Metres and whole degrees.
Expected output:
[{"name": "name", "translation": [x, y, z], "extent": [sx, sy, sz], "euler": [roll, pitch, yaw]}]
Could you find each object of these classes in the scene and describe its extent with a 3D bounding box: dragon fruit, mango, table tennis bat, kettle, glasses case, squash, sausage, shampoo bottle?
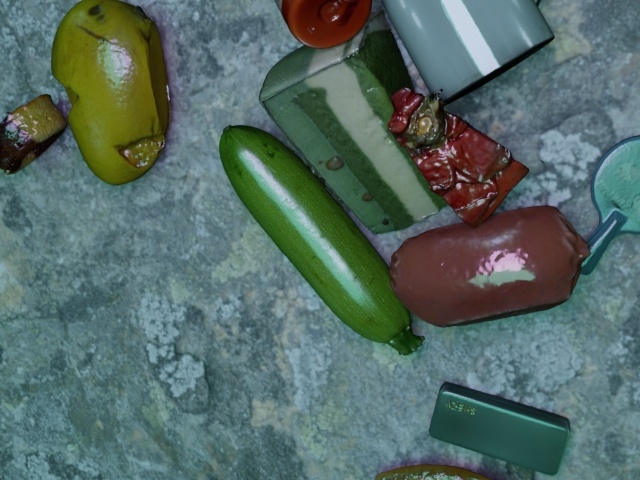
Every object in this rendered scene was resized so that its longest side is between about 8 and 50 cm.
[{"name": "dragon fruit", "translation": [0.163, -0.123, 1.026], "extent": [0.092, 0.122, 0.192], "euler": [-35, 117, 31]}, {"name": "mango", "translation": [-0.290, -0.206, 1.191], "extent": [0.167, 0.130, 0.262], "euler": [-3, 106, 22]}, {"name": "table tennis bat", "translation": [0.390, -0.041, 1.090], "extent": [0.124, 0.033, 0.201], "euler": [36, 104, 6]}, {"name": "kettle", "translation": [0.178, -0.317, 1.035], "extent": [0.221, 0.161, 0.236], "euler": [-31, 90, -9]}, {"name": "glasses case", "translation": [0.248, 0.261, 1.187], "extent": [0.184, 0.039, 0.078], "euler": [15, 105, 12]}, {"name": "squash", "translation": [0.000, 0.000, 1.164], "extent": [0.107, 0.107, 0.395], "euler": [-40, 93, 19]}, {"name": "sausage", "translation": [0.219, 0.037, 1.096], "extent": [0.254, 0.148, 0.148], "euler": [-19, 96, 22]}, {"name": "shampoo bottle", "translation": [-0.031, -0.360, 1.041], "extent": [0.104, 0.104, 0.278], "euler": [-37, 52, 19]}]

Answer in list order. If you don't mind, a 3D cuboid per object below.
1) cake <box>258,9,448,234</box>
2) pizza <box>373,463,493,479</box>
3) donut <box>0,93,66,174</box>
[{"name": "cake", "translation": [0.065, -0.163, 1.143], "extent": [0.158, 0.172, 0.284], "euler": [-21, 128, 25]}, {"name": "pizza", "translation": [0.206, 0.420, 1.224], "extent": [0.292, 0.058, 0.197], "euler": [15, 106, 14]}, {"name": "donut", "translation": [-0.431, -0.150, 1.239], "extent": [0.140, 0.140, 0.059], "euler": [-39, 99, 19]}]
